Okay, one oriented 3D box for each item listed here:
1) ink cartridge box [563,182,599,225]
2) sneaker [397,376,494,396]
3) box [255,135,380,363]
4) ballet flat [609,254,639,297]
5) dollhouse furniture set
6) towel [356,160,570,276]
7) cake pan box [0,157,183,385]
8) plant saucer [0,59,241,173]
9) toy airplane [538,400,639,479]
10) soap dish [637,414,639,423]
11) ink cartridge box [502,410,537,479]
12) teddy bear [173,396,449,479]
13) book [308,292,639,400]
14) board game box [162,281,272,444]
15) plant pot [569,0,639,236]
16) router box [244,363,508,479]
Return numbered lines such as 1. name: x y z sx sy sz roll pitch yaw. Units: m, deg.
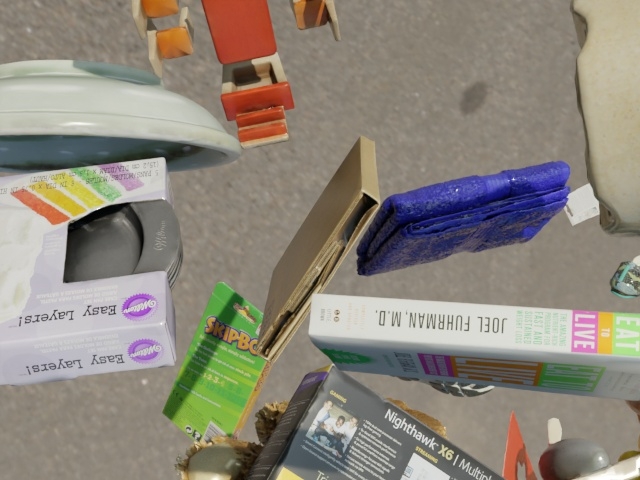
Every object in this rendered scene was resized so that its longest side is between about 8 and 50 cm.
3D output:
1. ink cartridge box: 0.521 -0.079 2.061 0.115 0.063 0.029 -28 176 28
2. sneaker: 0.158 0.160 1.463 0.071 0.170 0.068 -64 152 -21
3. box: 0.000 0.000 0.939 0.021 0.201 0.164 31 106 -7
4. ballet flat: 0.512 0.051 1.663 0.188 0.070 0.070 -5 127 -50
5. dollhouse furniture set: -0.101 -0.262 1.460 0.262 0.135 0.259 -11 143 2
6. towel: 0.222 -0.022 1.678 0.308 0.076 0.227 -12 156 -20
7. cake pan box: -0.268 0.029 1.076 0.267 0.246 0.070 -6 136 -1
8. plant saucer: -0.295 -0.146 1.292 0.400 0.400 0.100 1 86 -36
9. toy airplane: 0.466 0.247 1.351 0.386 0.272 0.384 19 126 -43
10. soap dish: 0.587 0.145 1.529 0.229 0.118 0.291 14 111 -29
11. ink cartridge box: 0.297 0.456 1.396 0.091 0.385 0.308 -2 148 18
12. teddy bear: 0.002 0.263 1.167 0.338 0.245 0.113 -16 121 -60
13. book: 0.074 0.044 0.479 0.144 0.035 0.096 3 167 10
14. board game box: -0.141 0.190 1.577 0.039 0.124 0.259 -23 143 -52
15. plant pot: 0.371 -0.126 0.875 0.305 0.334 0.334 -7 139 19
16. router box: 0.064 0.298 0.979 0.309 0.081 0.243 35 67 -8
